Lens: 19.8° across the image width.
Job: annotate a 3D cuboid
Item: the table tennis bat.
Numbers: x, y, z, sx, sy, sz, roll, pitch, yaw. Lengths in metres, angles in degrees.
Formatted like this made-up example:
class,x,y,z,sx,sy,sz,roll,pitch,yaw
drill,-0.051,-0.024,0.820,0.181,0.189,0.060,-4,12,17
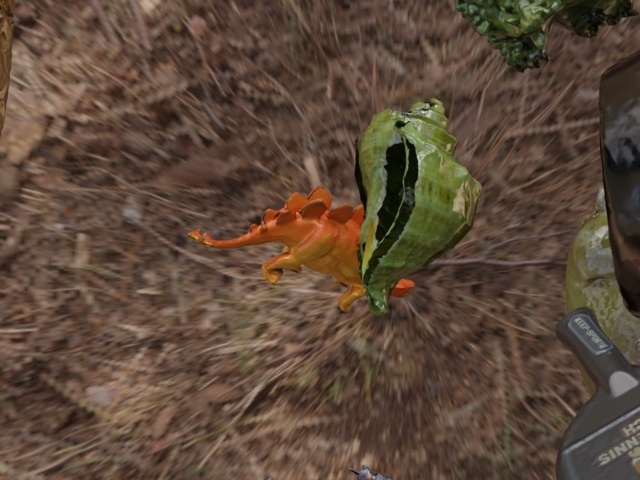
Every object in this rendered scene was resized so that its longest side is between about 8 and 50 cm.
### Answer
class,x,y,z,sx,sy,sz,roll,pitch,yaw
table tennis bat,0.215,0.115,1.227,0.150,0.236,0.027,-30,123,1

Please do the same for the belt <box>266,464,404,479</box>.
class,x,y,z,sx,sy,sz,roll,pitch,yaw
belt,0.040,0.228,1.281,0.122,0.218,0.128,18,84,30

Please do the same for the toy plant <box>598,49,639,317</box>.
class,x,y,z,sx,sy,sz,roll,pitch,yaw
toy plant,0.249,-0.040,0.834,0.235,0.175,0.218,-7,131,15

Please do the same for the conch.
class,x,y,z,sx,sy,sz,roll,pitch,yaw
conch,0.043,-0.024,0.938,0.074,0.089,0.121,14,68,18

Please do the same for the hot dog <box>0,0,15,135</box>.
class,x,y,z,sx,sy,sz,roll,pitch,yaw
hot dog,-0.374,-0.177,1.780,0.122,0.196,0.272,-9,71,32

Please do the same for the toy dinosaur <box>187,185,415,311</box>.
class,x,y,z,sx,sy,sz,roll,pitch,yaw
toy dinosaur,0.000,0.000,1.882,0.288,0.070,0.117,22,120,-36

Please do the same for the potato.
class,x,y,z,sx,sy,sz,roll,pitch,yaw
potato,0.364,0.099,1.865,0.218,0.202,0.351,-30,92,-5

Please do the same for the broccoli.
class,x,y,z,sx,sy,sz,roll,pitch,yaw
broccoli,0.232,-0.281,1.570,0.235,0.260,0.288,30,84,-11
